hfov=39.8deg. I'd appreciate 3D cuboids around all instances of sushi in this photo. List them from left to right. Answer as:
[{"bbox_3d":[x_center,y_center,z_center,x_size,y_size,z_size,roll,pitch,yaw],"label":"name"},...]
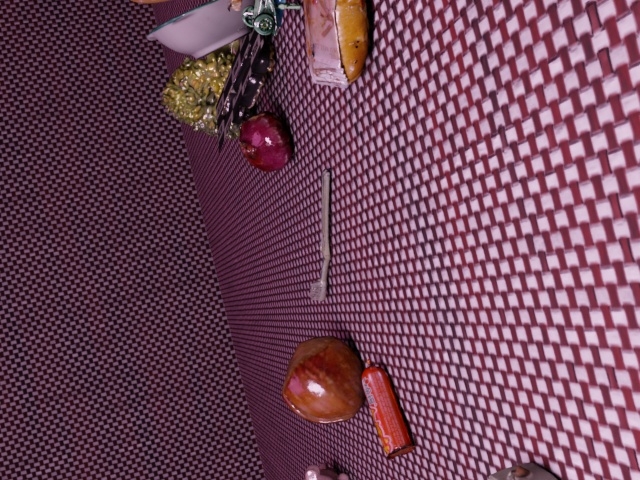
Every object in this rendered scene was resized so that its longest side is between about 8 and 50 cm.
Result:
[{"bbox_3d":[-0.120,-0.275,1.526,0.192,0.051,0.215,-103,34,-55],"label":"sushi"}]

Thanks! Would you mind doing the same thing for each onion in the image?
[{"bbox_3d":[-0.096,-0.169,1.523,0.107,0.097,0.107,36,140,38],"label":"onion"}]

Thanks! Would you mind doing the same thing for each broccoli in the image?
[{"bbox_3d":[-0.235,-0.325,1.755,0.242,0.181,0.272,-135,34,-68],"label":"broccoli"}]

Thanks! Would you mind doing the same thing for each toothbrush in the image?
[{"bbox_3d":[0.006,-0.001,1.414,0.294,0.028,0.026,97,156,-44],"label":"toothbrush"}]

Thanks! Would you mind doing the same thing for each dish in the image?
[{"bbox_3d":[-0.177,-0.367,1.504,0.078,0.224,0.246,63,-158,-15],"label":"dish"}]

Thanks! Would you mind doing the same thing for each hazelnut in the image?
[{"bbox_3d":[0.010,0.224,1.410,0.154,0.143,0.143,142,114,-84],"label":"hazelnut"}]

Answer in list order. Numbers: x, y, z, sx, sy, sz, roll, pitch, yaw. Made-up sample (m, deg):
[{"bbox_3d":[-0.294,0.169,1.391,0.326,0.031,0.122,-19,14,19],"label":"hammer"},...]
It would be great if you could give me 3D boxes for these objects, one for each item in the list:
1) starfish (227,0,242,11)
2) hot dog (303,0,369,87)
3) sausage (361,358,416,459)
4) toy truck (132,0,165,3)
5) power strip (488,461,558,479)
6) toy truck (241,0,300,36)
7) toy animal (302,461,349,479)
[{"bbox_3d":[-0.097,-0.456,1.187,0.299,0.060,0.302,50,134,49],"label":"starfish"},{"bbox_3d":[0.015,-0.292,0.995,0.131,0.069,0.252,-108,13,-62],"label":"hot dog"},{"bbox_3d":[0.089,0.232,1.242,0.050,0.048,0.145,27,-142,-54],"label":"sausage"},{"bbox_3d":[-0.387,-0.680,1.994,0.288,0.205,0.211,-121,19,-48],"label":"toy truck"},{"bbox_3d":[0.210,0.334,0.821,0.078,0.052,0.272,-153,50,-73],"label":"power strip"},{"bbox_3d":[-0.059,-0.365,1.243,0.080,0.078,0.154,-128,45,-60],"label":"toy truck"},{"bbox_3d":[0.012,0.497,1.729,0.212,0.124,0.124,33,-139,-78],"label":"toy animal"}]
